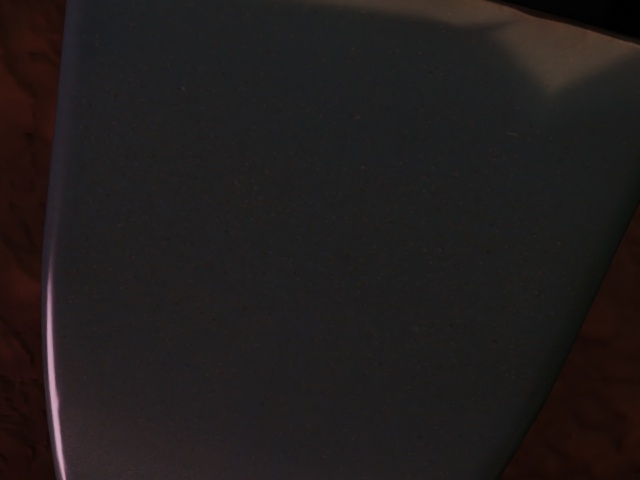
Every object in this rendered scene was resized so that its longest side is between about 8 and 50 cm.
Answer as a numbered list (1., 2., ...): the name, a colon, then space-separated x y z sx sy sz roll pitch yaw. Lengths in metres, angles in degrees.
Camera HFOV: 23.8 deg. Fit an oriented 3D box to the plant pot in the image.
1. plant pot: 0.000 0.000 0.499 0.165 0.165 0.234 15 115 0
